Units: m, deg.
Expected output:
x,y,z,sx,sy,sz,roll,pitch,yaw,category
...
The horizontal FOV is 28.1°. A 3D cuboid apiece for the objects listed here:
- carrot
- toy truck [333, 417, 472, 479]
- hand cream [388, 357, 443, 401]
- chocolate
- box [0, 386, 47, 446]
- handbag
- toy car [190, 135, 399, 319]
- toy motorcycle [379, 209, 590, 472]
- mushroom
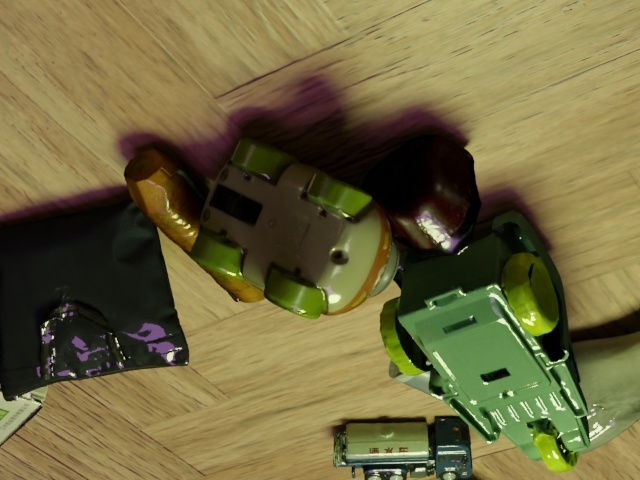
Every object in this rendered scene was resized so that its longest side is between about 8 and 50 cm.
x,y,z,sx,sy,sz,roll,pitch,yaw,category
-0.136,-0.010,1.470,0.070,0.070,0.260,-17,141,21,carrot
0.119,0.299,1.851,0.201,0.074,0.088,-2,132,5,toy truck
0.204,0.204,1.739,0.255,0.048,0.079,25,134,-28,hand cream
0.108,-0.055,1.362,0.080,0.148,0.125,32,94,-32,chocolate
-0.493,0.194,1.667,0.173,0.145,0.333,23,137,-28,box
-0.287,0.070,1.494,0.254,0.211,0.088,-11,-176,16,handbag
0.000,0.000,1.391,0.235,0.235,0.145,23,94,-25,toy car
0.228,0.123,1.540,0.191,0.200,0.326,-21,125,26,toy motorcycle
0.392,0.168,1.634,0.159,0.122,0.328,21,137,-37,mushroom
